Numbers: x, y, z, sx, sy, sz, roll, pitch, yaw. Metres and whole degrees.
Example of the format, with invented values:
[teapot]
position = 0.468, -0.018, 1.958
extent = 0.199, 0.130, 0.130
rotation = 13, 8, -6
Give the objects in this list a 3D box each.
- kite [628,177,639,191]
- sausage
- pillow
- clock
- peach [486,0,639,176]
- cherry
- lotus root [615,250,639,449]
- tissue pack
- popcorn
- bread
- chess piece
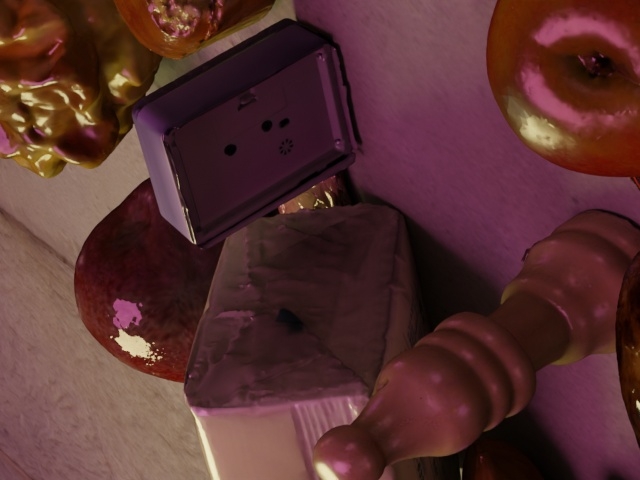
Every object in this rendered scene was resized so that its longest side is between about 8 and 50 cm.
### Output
[kite]
position = 0.232, -0.063, 1.488
extent = 0.125, 0.008, 0.222
rotation = 54, 178, -37
[sausage]
position = 0.192, 0.325, 1.968
extent = 0.354, 0.116, 0.134
rotation = 83, -174, -46
[pillow]
position = 0.000, 0.000, 2.027
extent = 0.126, 0.043, 0.232
rotation = 28, 142, 41
[clock]
position = -0.067, -0.100, 1.829
extent = 0.073, 0.193, 0.144
rotation = 36, 149, 43
[peach]
position = 0.208, -0.136, 1.337
extent = 0.190, 0.192, 0.190
rotation = 8, 117, 17
[cherry]
position = -0.138, 0.044, 2.143
extent = 0.206, 0.239, 0.239
rotation = 41, 154, 47
[lotus root]
position = 0.293, 0.093, 1.429
extent = 0.169, 0.141, 0.314
rotation = 16, 127, 61
[tissue pack]
position = 0.013, 0.192, 1.918
extent = 0.297, 0.207, 0.380
rotation = -79, -20, -52
[popcorn]
position = -0.282, -0.207, 2.115
extent = 0.332, 0.225, 0.265
rotation = -120, 21, -61
[bread]
position = -0.121, -0.271, 1.794
extent = 0.179, 0.133, 0.250
rotation = 59, 157, 5
[chess piece]
position = 0.127, 0.101, 1.558
extent = 0.139, 0.307, 0.124
rotation = 32, 148, 46
